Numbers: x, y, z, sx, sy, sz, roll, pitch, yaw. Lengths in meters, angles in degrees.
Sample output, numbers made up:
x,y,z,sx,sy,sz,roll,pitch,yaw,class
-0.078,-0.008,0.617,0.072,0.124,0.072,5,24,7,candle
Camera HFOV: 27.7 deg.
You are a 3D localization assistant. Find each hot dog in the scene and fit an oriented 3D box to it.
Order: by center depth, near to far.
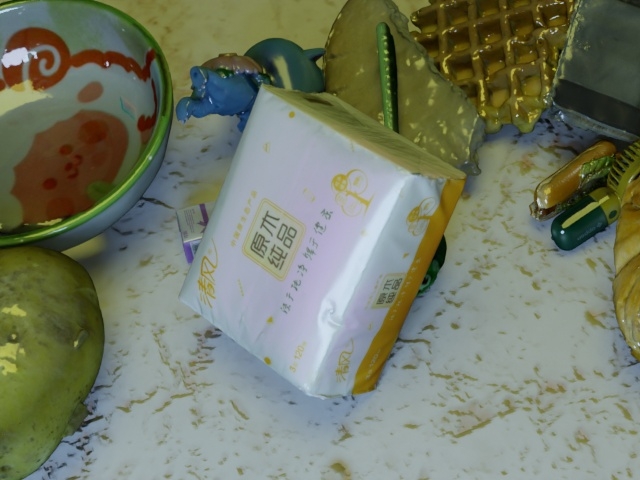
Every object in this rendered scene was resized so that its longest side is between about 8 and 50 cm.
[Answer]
x,y,z,sx,sy,sz,roll,pitch,yaw,class
0.262,-0.059,1.313,0.133,0.056,0.041,-36,64,-24,hot dog

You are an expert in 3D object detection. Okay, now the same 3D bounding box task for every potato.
x,y,z,sx,sy,sz,roll,pitch,yaw,class
-0.293,0.115,1.183,0.197,0.148,0.228,-20,49,8,potato

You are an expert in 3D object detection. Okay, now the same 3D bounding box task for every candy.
x,y,z,sx,sy,sz,roll,pitch,yaw,class
0.070,-0.089,1.318,0.097,0.097,0.323,-4,61,5,candy

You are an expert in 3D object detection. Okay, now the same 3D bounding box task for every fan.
x,y,z,sx,sy,sz,roll,pitch,yaw,class
0.292,-0.044,1.288,0.155,0.082,0.039,-33,46,-5,fan

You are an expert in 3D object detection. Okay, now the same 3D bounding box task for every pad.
x,y,z,sx,sy,sz,roll,pitch,yaw,class
0.359,-0.172,1.340,0.233,0.022,0.174,17,75,-3,pad

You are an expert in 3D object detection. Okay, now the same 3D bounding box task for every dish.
x,y,z,sx,sy,sz,roll,pitch,yaw,class
-0.301,-0.100,1.382,0.324,0.124,0.324,-4,58,7,dish

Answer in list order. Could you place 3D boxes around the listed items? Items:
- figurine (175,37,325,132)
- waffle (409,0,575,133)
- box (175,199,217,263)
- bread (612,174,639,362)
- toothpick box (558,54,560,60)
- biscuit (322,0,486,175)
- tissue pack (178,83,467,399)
x,y,z,sx,sy,sz,roll,pitch,yaw,class
-0.067,-0.143,1.383,0.178,0.114,0.144,-11,71,-44,figurine
0.217,-0.240,1.422,0.253,0.056,0.249,-39,53,1,waffle
-0.088,-0.018,1.336,0.117,0.036,0.051,-16,52,-6,box
0.368,0.028,1.187,0.198,0.120,0.236,3,52,11,bread
0.276,-0.210,1.438,0.047,0.047,0.083,-25,52,-13,toothpick box
0.070,-0.156,1.400,0.141,0.038,0.290,-37,57,8,biscuit
0.000,0.000,1.180,0.185,0.225,0.124,34,21,31,tissue pack
